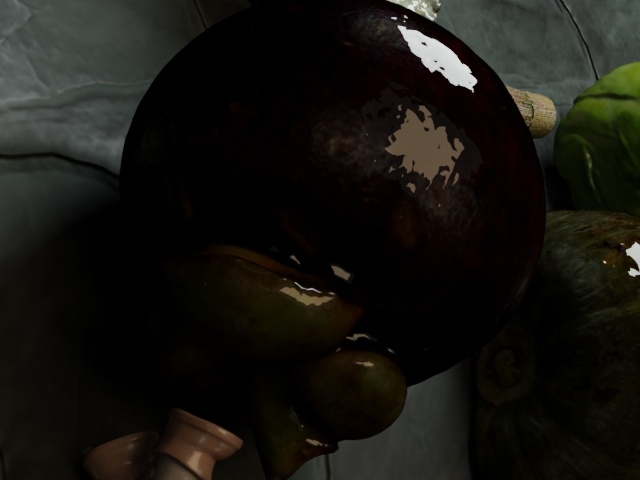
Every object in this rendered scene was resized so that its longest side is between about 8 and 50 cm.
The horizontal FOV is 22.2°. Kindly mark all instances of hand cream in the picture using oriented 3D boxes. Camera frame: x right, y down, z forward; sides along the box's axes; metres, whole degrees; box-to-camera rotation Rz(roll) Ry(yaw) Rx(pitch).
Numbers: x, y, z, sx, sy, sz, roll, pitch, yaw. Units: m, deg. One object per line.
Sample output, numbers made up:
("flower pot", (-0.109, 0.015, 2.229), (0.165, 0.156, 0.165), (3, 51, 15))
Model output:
("hand cream", (0.169, -0.126, 1.568), (0.203, 0.084, 0.084), (-2, 73, -55))

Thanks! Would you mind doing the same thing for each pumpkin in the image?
("pumpkin", (0.273, 0.114, 1.444), (0.242, 0.232, 0.325), (14, 65, -48))

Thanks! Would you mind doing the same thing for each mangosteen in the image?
("mangosteen", (0.000, 0.000, 1.134), (0.307, 0.307, 0.347), (39, 59, -30))

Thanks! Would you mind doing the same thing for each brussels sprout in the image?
("brussels sprout", (0.344, -0.075, 1.642), (0.161, 0.223, 0.223), (-37, 100, -45))

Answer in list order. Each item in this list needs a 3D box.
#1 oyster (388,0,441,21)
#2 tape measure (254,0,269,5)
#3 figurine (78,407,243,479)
("oyster", (0.070, -0.263, 1.545), (0.121, 0.045, 0.146), (-42, 111, -54))
("tape measure", (0.019, -0.315, 1.388), (0.135, 0.202, 0.223), (18, 63, -47))
("figurine", (-0.085, 0.247, 1.031), (0.200, 0.133, 0.276), (49, 26, -68))
